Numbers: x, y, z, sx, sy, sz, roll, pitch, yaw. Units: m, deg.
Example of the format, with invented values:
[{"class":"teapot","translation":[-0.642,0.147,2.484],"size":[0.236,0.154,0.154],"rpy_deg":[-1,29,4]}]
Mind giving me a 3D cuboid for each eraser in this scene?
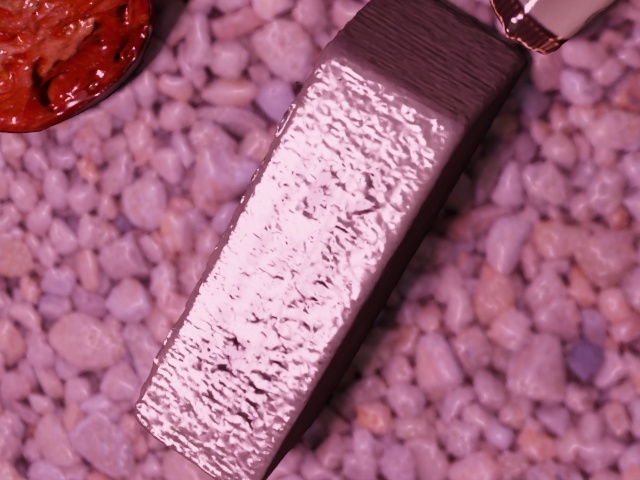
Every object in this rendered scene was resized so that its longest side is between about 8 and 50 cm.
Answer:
[{"class":"eraser","translation":[0.000,0.000,1.024],"size":[0.111,0.077,0.352],"rpy_deg":[34,107,14]}]

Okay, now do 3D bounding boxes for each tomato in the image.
[{"class":"tomato","translation":[-0.199,-0.163,1.066],"size":[0.174,0.082,0.166],"rpy_deg":[-13,138,5]}]

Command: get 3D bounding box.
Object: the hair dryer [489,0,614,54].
[{"class":"hair dryer","translation":[0.227,-0.228,0.896],"size":[0.362,0.128,0.203],"rpy_deg":[-40,83,29]}]
